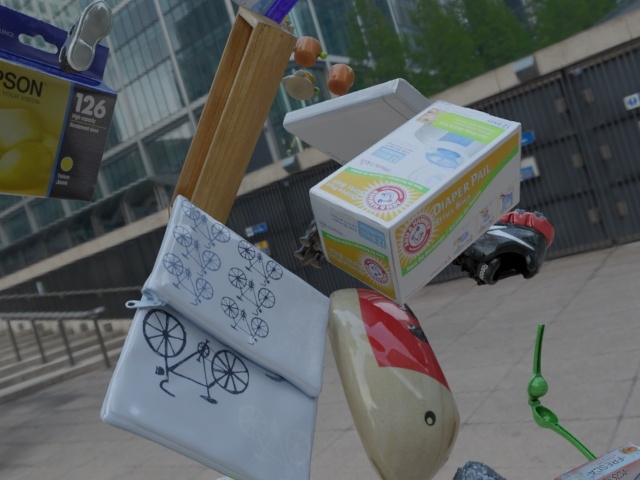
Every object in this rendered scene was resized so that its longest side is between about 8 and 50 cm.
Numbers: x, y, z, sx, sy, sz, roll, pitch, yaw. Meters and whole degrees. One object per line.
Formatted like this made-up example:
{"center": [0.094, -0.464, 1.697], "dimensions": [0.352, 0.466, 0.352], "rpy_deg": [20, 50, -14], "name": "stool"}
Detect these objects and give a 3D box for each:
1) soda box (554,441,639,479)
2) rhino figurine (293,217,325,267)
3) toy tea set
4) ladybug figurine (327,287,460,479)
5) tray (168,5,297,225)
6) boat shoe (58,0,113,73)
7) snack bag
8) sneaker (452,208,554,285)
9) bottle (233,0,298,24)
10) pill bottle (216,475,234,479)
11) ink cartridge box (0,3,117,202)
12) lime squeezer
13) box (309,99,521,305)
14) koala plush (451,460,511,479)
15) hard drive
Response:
{"center": [0.527, 0.440, 1.081], "dimensions": [0.183, 0.062, 0.058], "rpy_deg": [-18, 4, -14], "name": "soda box"}
{"center": [0.000, 0.000, 1.208], "dimensions": [0.106, 0.073, 0.243], "rpy_deg": [-56, 0, -20], "name": "rhino figurine"}
{"center": [-0.059, -0.517, 1.647], "dimensions": [0.336, 0.124, 0.200], "rpy_deg": [33, -37, -25], "name": "toy tea set"}
{"center": [0.125, 0.235, 1.055], "dimensions": [0.162, 0.304, 0.449], "rpy_deg": [-21, 29, 2], "name": "ladybug figurine"}
{"center": [-0.166, -0.182, 1.026], "dimensions": [0.076, 0.410, 0.202], "rpy_deg": [17, 21, -23], "name": "tray"}
{"center": [-0.334, -0.289, 0.839], "dimensions": [0.038, 0.125, 0.046], "rpy_deg": [-4, -26, 34], "name": "boat shoe"}
{"center": [-0.109, 0.144, 0.785], "dimensions": [0.037, 0.323, 0.342], "rpy_deg": [-30, 35, 34], "name": "snack bag"}
{"center": [0.260, 0.009, 1.029], "dimensions": [0.276, 0.097, 0.135], "rpy_deg": [6, 52, 17], "name": "sneaker"}
{"center": [-0.168, -0.544, 1.143], "dimensions": [0.118, 0.283, 0.092], "rpy_deg": [-42, 22, 28], "name": "bottle"}
{"center": [-0.172, 0.486, 1.160], "dimensions": [0.083, 0.043, 0.043], "rpy_deg": [-15, 1, 41], "name": "pill bottle"}
{"center": [-0.502, -0.229, 1.036], "dimensions": [0.072, 0.306, 0.304], "rpy_deg": [21, 9, 26], "name": "ink cartridge box"}
{"center": [0.508, 0.348, 1.317], "dimensions": [0.059, 0.310, 0.110], "rpy_deg": [-3, -28, -19], "name": "lime squeezer"}
{"center": [0.105, -0.046, 0.619], "dimensions": [0.203, 0.103, 0.114], "rpy_deg": [-37, 44, -24], "name": "box"}
{"center": [0.222, 0.355, 0.560], "dimensions": [0.222, 0.203, 0.196], "rpy_deg": [22, -11, 4], "name": "koala plush"}
{"center": [0.112, -0.241, 1.294], "dimensions": [0.233, 0.047, 0.353], "rpy_deg": [27, -17, -36], "name": "hard drive"}
